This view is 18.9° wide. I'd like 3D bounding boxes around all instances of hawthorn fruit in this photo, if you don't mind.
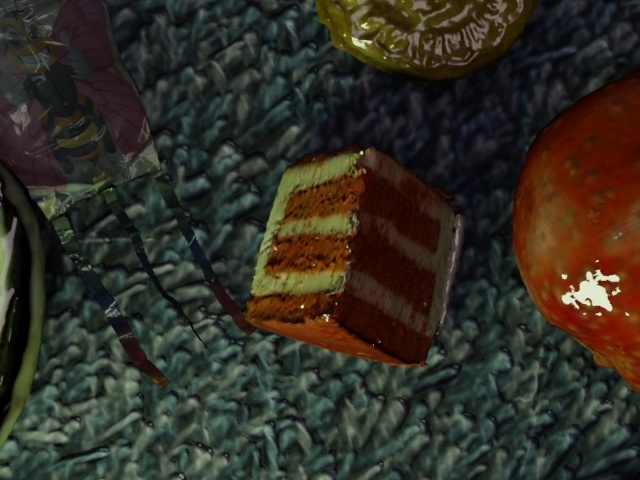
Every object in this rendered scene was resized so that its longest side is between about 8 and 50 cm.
[{"bbox_3d":[0.310,-0.036,1.461,0.287,0.287,0.330,46,108,4],"label":"hawthorn fruit"}]

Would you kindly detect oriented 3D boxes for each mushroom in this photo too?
[{"bbox_3d":[-0.337,0.060,1.586,0.247,0.130,0.344,-1,84,22],"label":"mushroom"}]

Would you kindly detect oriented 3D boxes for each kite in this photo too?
[{"bbox_3d":[-0.185,-0.054,1.579,0.022,0.204,0.360,-28,90,43],"label":"kite"}]

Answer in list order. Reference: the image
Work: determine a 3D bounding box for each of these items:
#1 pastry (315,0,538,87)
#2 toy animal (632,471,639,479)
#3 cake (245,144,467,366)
[{"bbox_3d":[0.088,-0.218,1.591,0.189,0.103,0.188,0,86,3],"label":"pastry"},{"bbox_3d":[0.224,0.244,1.588,0.202,0.070,0.105,-2,76,7],"label":"toy animal"},{"bbox_3d":[0.000,0.000,1.517,0.160,0.262,0.158,11,83,20],"label":"cake"}]
